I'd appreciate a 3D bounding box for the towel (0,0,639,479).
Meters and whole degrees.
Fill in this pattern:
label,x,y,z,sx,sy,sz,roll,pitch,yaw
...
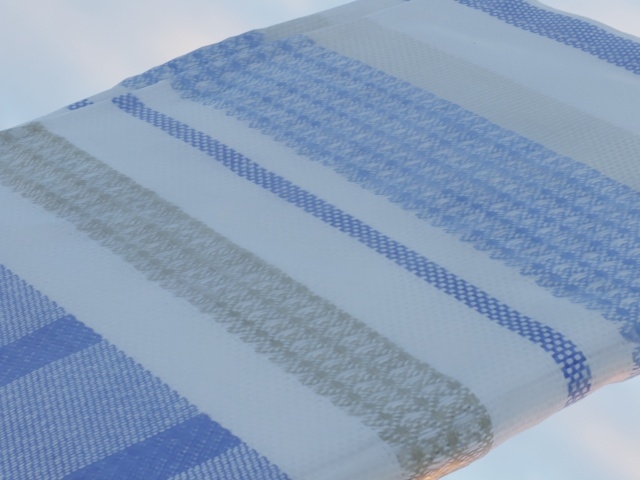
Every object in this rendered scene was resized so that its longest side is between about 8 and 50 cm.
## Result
label,x,y,z,sx,sy,sz,roll,pitch,yaw
towel,0.000,0.000,0.504,0.209,0.285,0.034,28,-49,44
